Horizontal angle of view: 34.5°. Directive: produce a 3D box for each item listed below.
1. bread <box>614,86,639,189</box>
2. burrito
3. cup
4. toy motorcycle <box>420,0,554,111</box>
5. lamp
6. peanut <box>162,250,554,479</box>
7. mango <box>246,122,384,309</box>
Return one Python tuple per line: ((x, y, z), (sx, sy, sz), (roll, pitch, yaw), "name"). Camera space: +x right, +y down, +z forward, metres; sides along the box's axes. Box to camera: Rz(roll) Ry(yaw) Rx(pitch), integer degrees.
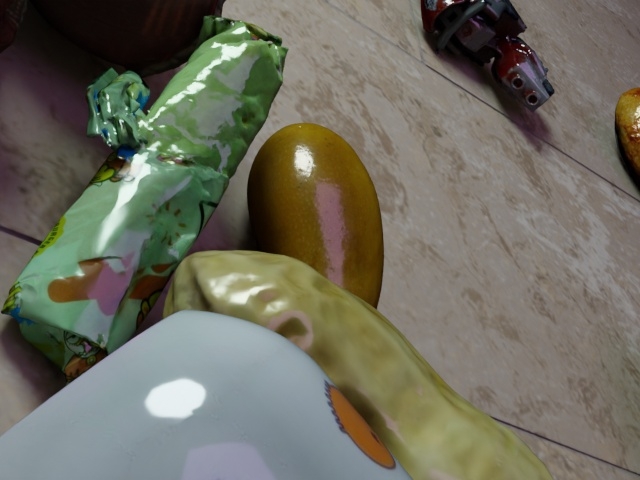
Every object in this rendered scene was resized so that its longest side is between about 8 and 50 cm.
((0.471, -0.080, 1.340), (0.139, 0.095, 0.269), (-21, 79, -47), "bread")
((-0.105, -0.048, 0.614), (0.104, 0.054, 0.288), (40, 55, -17), "burrito")
((-0.013, 0.194, 0.416), (0.317, 0.212, 0.212), (52, 34, 2), "cup")
((0.186, -0.231, 1.156), (0.213, 0.082, 0.122), (45, 33, -7), "toy motorcycle")
((-0.147, -0.183, 0.689), (0.223, 0.151, 0.215), (2, 50, -4), "lamp")
((0.028, 0.121, 0.598), (0.305, 0.147, 0.147), (48, 34, -2), "peanut")
((0.000, 0.000, 0.726), (0.102, 0.085, 0.184), (16, 53, -40), "mango")
